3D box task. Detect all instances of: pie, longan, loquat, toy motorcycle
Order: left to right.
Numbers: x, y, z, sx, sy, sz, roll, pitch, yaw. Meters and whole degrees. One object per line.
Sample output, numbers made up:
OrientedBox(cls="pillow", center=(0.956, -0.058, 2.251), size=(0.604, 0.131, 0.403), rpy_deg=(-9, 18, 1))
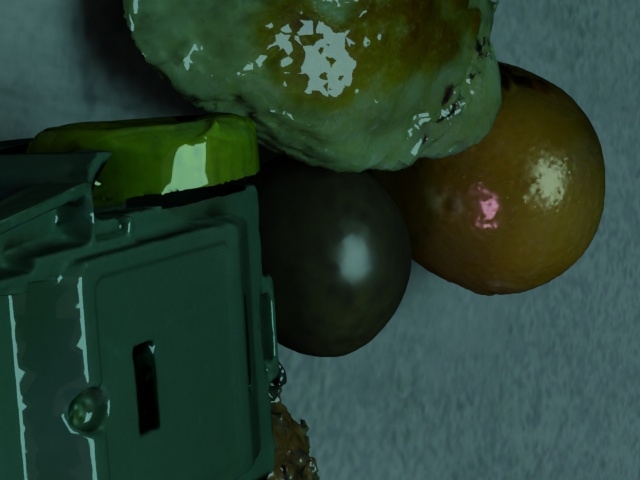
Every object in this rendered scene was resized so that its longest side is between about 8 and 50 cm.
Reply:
OrientedBox(cls="toy motorcycle", center=(-0.153, 0.058, 0.629), size=(0.326, 0.200, 0.191), rpy_deg=(-15, 104, -62))
OrientedBox(cls="pie", center=(-0.001, -0.168, 0.866), size=(0.257, 0.105, 0.274), rpy_deg=(29, 57, -34))
OrientedBox(cls="longan", center=(0.000, 0.000, 0.883), size=(0.106, 0.106, 0.119), rpy_deg=(53, 38, -39))
OrientedBox(cls="loquat", center=(0.097, -0.038, 0.976), size=(0.141, 0.141, 0.141), rpy_deg=(-3, 94, -52))

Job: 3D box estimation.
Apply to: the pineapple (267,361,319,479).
OrientedBox(cls="pineapple", center=(-0.052, 0.085, 0.825), size=(0.108, 0.108, 0.198), rpy_deg=(-1, 83, -52))
